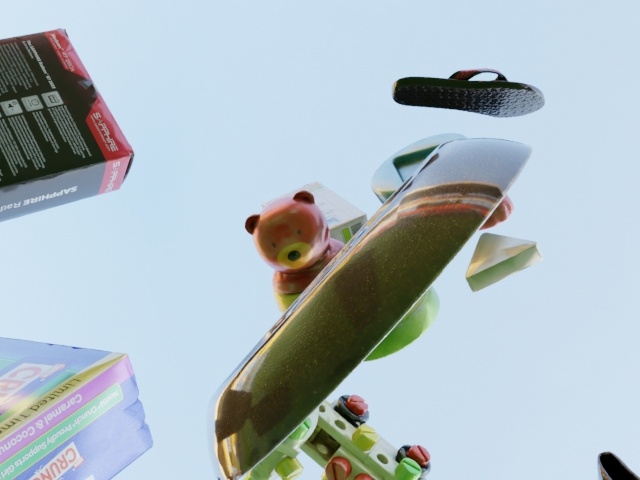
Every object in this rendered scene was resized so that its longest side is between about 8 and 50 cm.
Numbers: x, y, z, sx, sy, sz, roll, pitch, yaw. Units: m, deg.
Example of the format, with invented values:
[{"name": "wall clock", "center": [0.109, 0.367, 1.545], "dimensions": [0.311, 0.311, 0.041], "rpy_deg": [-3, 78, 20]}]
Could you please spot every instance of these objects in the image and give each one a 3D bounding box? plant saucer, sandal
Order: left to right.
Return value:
[{"name": "plant saucer", "center": [0.021, 0.036, 0.650], "dimensions": [0.050, 0.310, 0.310], "rpy_deg": [41, -70, 0]}, {"name": "sandal", "center": [0.172, -0.178, 1.087], "dimensions": [0.179, 0.067, 0.040], "rpy_deg": [6, -114, 0]}]

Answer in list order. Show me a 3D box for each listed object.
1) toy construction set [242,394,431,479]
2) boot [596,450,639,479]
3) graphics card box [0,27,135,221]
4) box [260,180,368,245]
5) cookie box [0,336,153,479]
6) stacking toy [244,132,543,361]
[{"name": "toy construction set", "center": [0.022, 0.293, 1.153], "dimensions": [0.151, 0.215, 0.328], "rpy_deg": [-40, -94, 24]}, {"name": "boot", "center": [0.320, 0.310, 0.999], "dimensions": [0.090, 0.248, 0.207], "rpy_deg": [-14, -72, -4]}, {"name": "graphics card box", "center": [-0.458, -0.131, 1.202], "dimensions": [0.233, 0.371, 0.094], "rpy_deg": [58, -36, 17]}, {"name": "box", "center": [0.000, 0.000, 1.415], "dimensions": [0.103, 0.203, 0.114], "rpy_deg": [-24, -65, -13]}, {"name": "cookie box", "center": [-0.129, 0.071, 0.329], "dimensions": [0.107, 0.092, 0.040], "rpy_deg": [2, -66, 36]}, {"name": "stacking toy", "center": [0.076, -0.014, 1.084], "dimensions": [0.309, 0.279, 0.130], "rpy_deg": [-31, -65, -4]}]
